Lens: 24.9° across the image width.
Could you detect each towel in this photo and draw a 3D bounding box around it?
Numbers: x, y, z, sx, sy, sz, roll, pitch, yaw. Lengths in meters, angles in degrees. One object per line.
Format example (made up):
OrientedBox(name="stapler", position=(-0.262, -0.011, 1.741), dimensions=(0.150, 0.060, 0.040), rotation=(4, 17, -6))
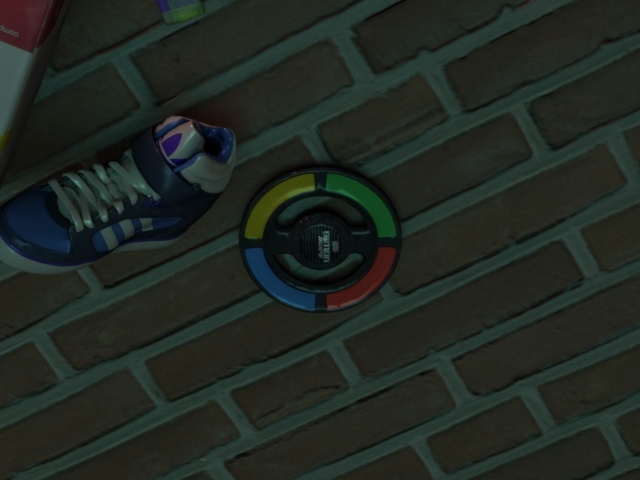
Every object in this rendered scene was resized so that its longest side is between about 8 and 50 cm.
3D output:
OrientedBox(name="towel", position=(-0.190, -0.327, 1.897), dimensions=(0.060, 0.009, 0.083), rotation=(-16, 116, 7))

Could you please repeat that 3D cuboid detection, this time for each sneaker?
OrientedBox(name="sneaker", position=(-0.254, -0.081, 1.865), dimensions=(0.323, 0.130, 0.236), rotation=(-9, 148, -43))

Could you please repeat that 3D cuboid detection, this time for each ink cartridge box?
OrientedBox(name="ink cartridge box", position=(-0.431, -0.214, 1.800), dimensions=(0.160, 0.279, 0.385), rotation=(21, 114, -9))

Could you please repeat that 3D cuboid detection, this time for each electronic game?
OrientedBox(name="electronic game", position=(0.000, 0.000, 2.037), dimensions=(0.229, 0.048, 0.229), rotation=(0, 116, 0))
